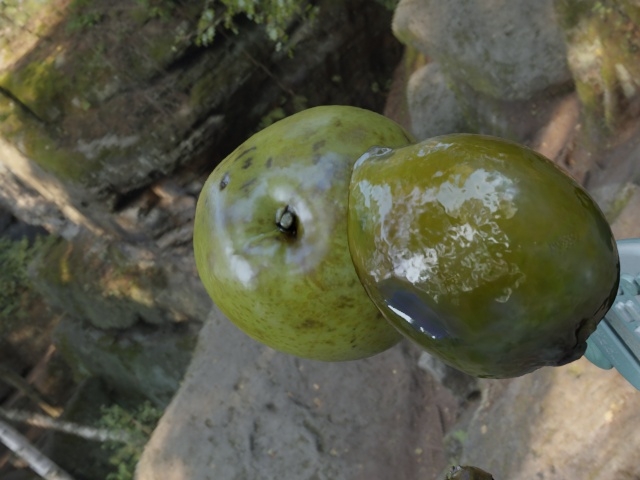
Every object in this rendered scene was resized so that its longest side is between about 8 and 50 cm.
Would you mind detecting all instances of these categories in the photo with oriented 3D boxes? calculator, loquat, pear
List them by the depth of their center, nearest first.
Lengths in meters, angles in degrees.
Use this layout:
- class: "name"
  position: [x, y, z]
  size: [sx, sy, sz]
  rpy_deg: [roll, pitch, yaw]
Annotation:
- class: "loquat"
  position: [0.097, 0.005, 0.516]
  size: [0.152, 0.195, 0.152]
  rpy_deg: [-35, -27, -21]
- class: "calculator"
  position: [0.310, 0.079, 0.734]
  size: [0.042, 0.184, 0.295]
  rpy_deg: [-37, -3, -13]
- class: "pear"
  position: [0.000, 0.000, 0.900]
  size: [0.304, 0.304, 0.304]
  rpy_deg: [-42, 15, 14]

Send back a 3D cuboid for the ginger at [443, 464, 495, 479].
- class: "ginger"
  position: [0.253, 0.482, 1.333]
  size: [0.107, 0.133, 0.309]
  rpy_deg: [-27, 16, 19]
